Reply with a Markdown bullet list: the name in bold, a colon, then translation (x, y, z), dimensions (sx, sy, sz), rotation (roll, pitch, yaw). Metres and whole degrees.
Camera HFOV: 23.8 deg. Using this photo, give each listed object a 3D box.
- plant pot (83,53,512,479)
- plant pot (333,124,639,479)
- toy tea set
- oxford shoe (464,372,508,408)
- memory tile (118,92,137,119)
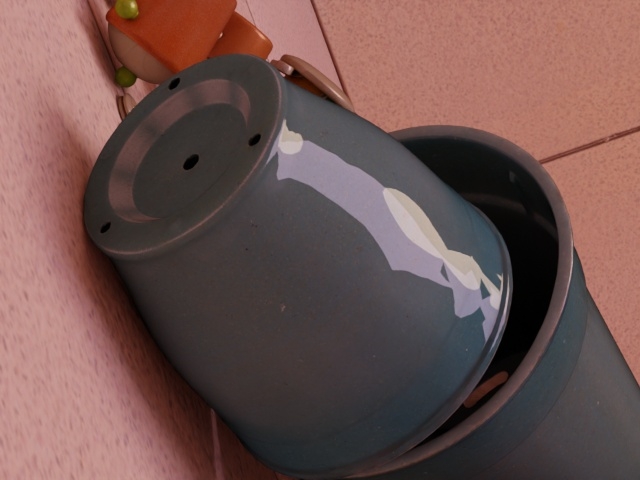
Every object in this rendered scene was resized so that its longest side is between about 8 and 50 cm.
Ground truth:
- **plant pot**: translation (-0.034, 0.003, 1.159), dimensions (0.255, 0.271, 0.272), rotation (45, 23, -37)
- **plant pot**: translation (0.132, 0.127, 1.390), dimensions (0.334, 0.341, 0.341), rotation (46, 24, -44)
- **toy tea set**: translation (-0.088, -0.146, 1.425), dimensions (0.336, 0.124, 0.200), rotation (39, 0, -24)
- **oxford shoe**: translation (0.139, 0.160, 1.803), dimensions (0.146, 0.397, 0.140), rotation (40, 46, -8)
- **memory tile**: translation (-0.146, -0.050, 1.322), dimensions (0.113, 0.012, 0.148), rotation (63, 12, -46)
